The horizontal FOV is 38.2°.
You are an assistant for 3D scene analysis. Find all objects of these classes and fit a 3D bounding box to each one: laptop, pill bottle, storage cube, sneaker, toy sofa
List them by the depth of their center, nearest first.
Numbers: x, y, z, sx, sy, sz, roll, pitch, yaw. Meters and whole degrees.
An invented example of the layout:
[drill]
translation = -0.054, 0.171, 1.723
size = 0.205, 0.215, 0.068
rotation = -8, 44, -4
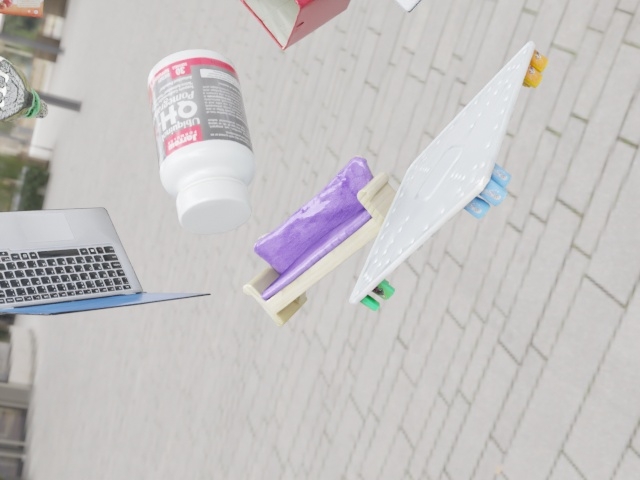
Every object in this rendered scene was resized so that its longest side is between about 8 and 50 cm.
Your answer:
[pill bottle]
translation = -0.215, -0.178, 1.701
size = 0.176, 0.176, 0.318
rotation = -51, 44, 51
[toy sofa]
translation = 0.000, 0.000, 1.906
size = 0.363, 0.177, 0.150
rotation = -39, 3, 27
[storage cube]
translation = -0.045, -0.558, 1.966
size = 0.193, 0.183, 0.215
rotation = -38, -6, -22
[laptop]
translation = -0.516, 0.032, 1.980
size = 0.236, 0.382, 0.407
rotation = -48, 60, 37
[sneaker]
translation = -0.726, -0.345, 2.203
size = 0.410, 0.182, 0.158
rotation = 17, 97, 55

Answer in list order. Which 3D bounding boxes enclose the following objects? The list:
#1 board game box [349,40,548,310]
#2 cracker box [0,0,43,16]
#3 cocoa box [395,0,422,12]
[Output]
[board game box]
translation = 0.218, -0.102, 1.559
size = 0.390, 0.050, 0.390
rotation = -47, 12, 47
[cracker box]
translation = -0.670, -0.604, 1.977
size = 0.067, 0.156, 0.232
rotation = -122, 37, -54
[cocoa box]
translation = 0.126, -0.636, 1.762
size = 0.228, 0.347, 0.231
rotation = -45, 6, 12
